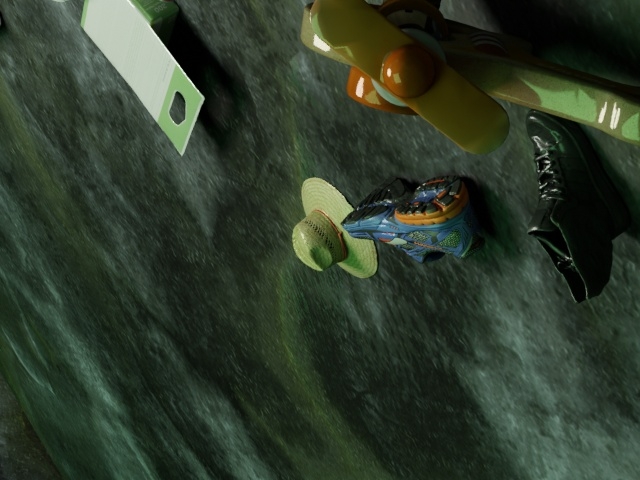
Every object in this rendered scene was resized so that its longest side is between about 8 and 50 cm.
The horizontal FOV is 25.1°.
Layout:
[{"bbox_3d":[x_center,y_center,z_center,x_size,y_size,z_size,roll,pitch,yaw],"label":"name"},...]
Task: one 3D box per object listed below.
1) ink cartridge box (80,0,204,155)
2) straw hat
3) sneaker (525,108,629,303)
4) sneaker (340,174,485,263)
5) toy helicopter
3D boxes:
[{"bbox_3d":[-0.216,-0.245,1.854,0.235,0.056,0.171,50,154,9],"label":"ink cartridge box"},{"bbox_3d":[0.000,0.000,1.761,0.144,0.061,0.144,40,150,29],"label":"straw hat"},{"bbox_3d":[0.218,-0.035,1.300,0.170,0.089,0.051,56,155,-1],"label":"sneaker"},{"bbox_3d":[0.097,-0.013,1.558,0.087,0.083,0.221,55,160,-18],"label":"sneaker"},{"bbox_3d":[0.141,-0.142,1.189,0.355,0.235,0.140,21,108,25],"label":"toy helicopter"}]
